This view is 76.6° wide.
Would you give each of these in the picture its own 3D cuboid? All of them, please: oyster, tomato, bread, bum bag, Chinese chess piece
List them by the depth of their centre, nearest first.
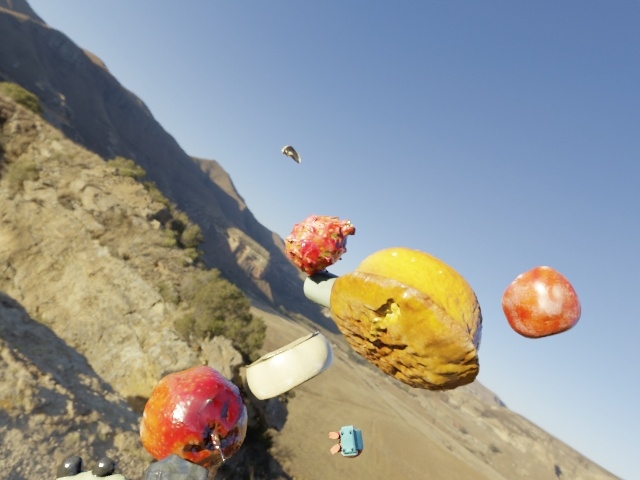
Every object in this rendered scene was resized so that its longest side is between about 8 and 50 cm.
[{"bbox_3d":[0.166,0.151,0.789,0.312,0.172,0.312,28,-34,22],"label":"bread"},{"bbox_3d":[-0.293,0.593,0.802,0.137,0.309,0.074,-3,-31,-8],"label":"bum bag"},{"bbox_3d":[0.551,0.161,1.024,0.187,0.187,0.151,36,34,-6],"label":"tomato"},{"bbox_3d":[-0.115,-0.316,1.523,0.038,0.080,0.083,-20,-68,29],"label":"oyster"},{"bbox_3d":[-0.116,0.470,1.542,0.338,0.338,0.140,79,-13,-80],"label":"Chinese chess piece"}]

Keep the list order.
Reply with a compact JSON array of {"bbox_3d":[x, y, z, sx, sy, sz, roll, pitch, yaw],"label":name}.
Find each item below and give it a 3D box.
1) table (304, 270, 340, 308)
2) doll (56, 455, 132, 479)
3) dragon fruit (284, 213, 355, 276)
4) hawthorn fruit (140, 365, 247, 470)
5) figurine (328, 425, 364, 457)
[{"bbox_3d":[0.057,0.190,1.454,0.220,0.126,0.126,18,-17,46],"label":"table"},{"bbox_3d":[-0.675,0.731,1.186,0.235,0.135,0.143,3,33,-2],"label":"doll"},{"bbox_3d":[0.000,0.000,1.443,0.205,0.268,0.210,55,15,-17],"label":"dragon fruit"},{"bbox_3d":[-0.299,0.457,0.990,0.254,0.254,0.300,40,-9,-35],"label":"hawthorn fruit"},{"bbox_3d":[0.075,0.517,1.036,0.140,0.075,0.068,56,22,-55],"label":"figurine"}]
